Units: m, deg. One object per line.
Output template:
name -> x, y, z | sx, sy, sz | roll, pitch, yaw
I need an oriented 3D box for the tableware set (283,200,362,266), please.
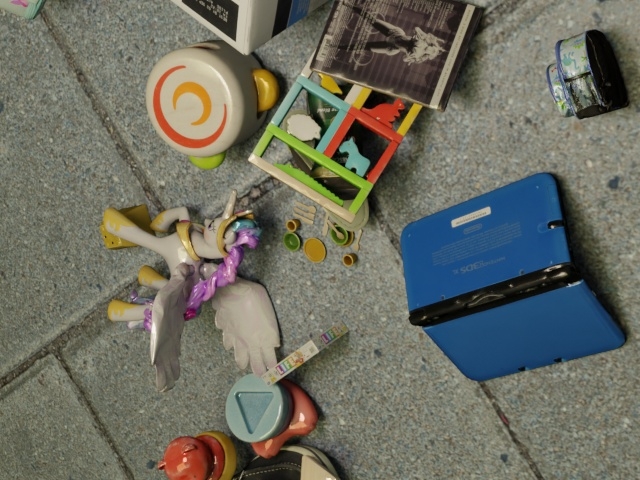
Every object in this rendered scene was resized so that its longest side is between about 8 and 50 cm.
tableware set -> 0.000, 0.000, 1.595 | 0.154, 0.024, 0.104 | 25, 119, 24

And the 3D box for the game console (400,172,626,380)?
game console -> 0.298, 0.067, 1.415 | 0.293, 0.173, 0.250 | -22, 63, 37

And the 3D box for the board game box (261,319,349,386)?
board game box -> -0.029, 0.208, 1.639 | 0.154, 0.103, 0.026 | -39, 83, 37

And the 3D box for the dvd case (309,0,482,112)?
dvd case -> 0.112, -0.303, 1.345 | 0.221, 0.018, 0.164 | 20, 88, 16

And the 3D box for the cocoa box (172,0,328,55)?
cocoa box -> -0.151, -0.500, 1.355 | 0.347, 0.228, 0.231 | 39, 148, 17

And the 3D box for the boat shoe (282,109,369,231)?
boat shoe -> 0.011, -0.119, 1.520 | 0.081, 0.068, 0.228 | -30, 93, -4

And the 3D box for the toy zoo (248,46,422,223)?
toy zoo -> 0.043, -0.200, 1.392 | 0.192, 0.030, 0.293 | 32, 89, 1

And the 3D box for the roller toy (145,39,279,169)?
roller toy -> -0.192, -0.253, 1.559 | 0.191, 0.146, 0.209 | 44, 120, 2

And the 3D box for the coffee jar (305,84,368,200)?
coffee jar -> 0.028, -0.156, 1.447 | 0.096, 0.079, 0.184 | -3, 89, -9

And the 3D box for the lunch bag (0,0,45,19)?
lunch bag -> -0.509, -0.564, 1.629 | 0.108, 0.224, 0.279 | 23, 124, -19

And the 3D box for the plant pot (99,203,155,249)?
plant pot -> -0.402, -0.021, 1.824 | 0.081, 0.083, 0.081 | -9, 102, 37

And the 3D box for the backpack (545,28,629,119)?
backpack -> 0.359, -0.225, 1.220 | 0.084, 0.105, 0.114 | -14, 93, 36

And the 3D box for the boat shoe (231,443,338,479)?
boat shoe -> -0.158, 0.556, 1.823 | 0.500, 0.156, 0.187 | -30, 87, 36

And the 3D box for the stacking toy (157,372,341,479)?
stacking toy -> -0.141, 0.418, 1.678 | 0.309, 0.130, 0.279 | -44, 58, 12

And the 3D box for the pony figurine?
pony figurine -> -0.250, 0.086, 1.661 | 0.363, 0.303, 0.351 | -1, 92, 41
